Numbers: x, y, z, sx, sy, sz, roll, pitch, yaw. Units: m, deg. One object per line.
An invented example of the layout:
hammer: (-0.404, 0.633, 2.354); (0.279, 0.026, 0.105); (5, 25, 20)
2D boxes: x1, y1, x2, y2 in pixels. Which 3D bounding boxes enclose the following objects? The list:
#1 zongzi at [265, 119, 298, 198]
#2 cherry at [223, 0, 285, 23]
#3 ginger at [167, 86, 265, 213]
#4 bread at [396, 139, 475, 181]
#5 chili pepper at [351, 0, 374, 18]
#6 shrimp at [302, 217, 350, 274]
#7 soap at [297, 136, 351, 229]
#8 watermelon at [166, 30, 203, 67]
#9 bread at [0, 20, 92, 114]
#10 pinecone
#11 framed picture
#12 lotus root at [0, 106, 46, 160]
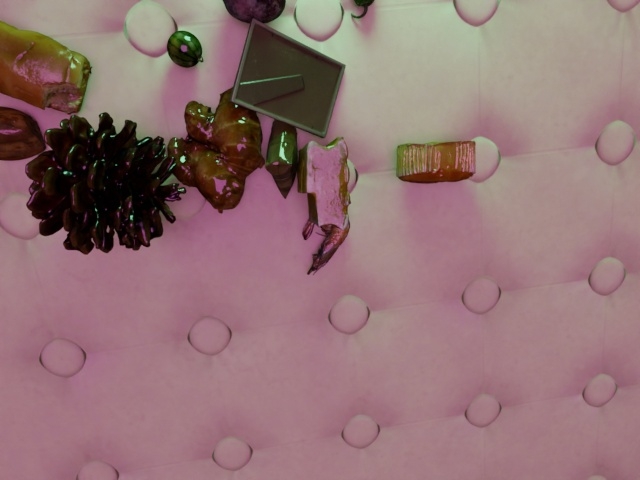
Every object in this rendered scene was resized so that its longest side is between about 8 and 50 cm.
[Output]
zongzi: (-0.112, -0.267, 1.389); (0.094, 0.204, 0.204); (0, 65, 6)
cherry: (-0.188, -0.700, 1.206); (0.195, 0.195, 0.195); (-2, 104, -6)
ginger: (-0.304, -0.284, 1.315); (0.274, 0.152, 0.357); (30, 99, 7)
bread: (0.366, -0.249, 1.381); (0.250, 0.179, 0.133); (-5, 96, -14)
chili pepper: (0.107, -0.797, 1.271); (0.100, 0.074, 0.256); (-19, 101, 1)
shrimp: (0.000, 0.000, 1.471); (0.144, 0.052, 0.250); (28, 92, -2)
soap: (0.011, -0.165, 1.295); (0.143, 0.281, 0.259); (-6, 96, -8)
watermelon: (-0.390, -0.551, 1.259); (0.109, 0.109, 0.108); (-2, 104, -6)
bread: (-0.832, -0.487, 1.195); (0.344, 0.149, 0.195); (17, 102, -11)
pinecone: (-0.560, -0.153, 1.184); (0.398, 0.397, 0.397); (-2, 104, -6)
framed picture: (-0.088, -0.466, 1.281); (0.324, 0.020, 0.240); (12, 96, -31)
lotus root: (-0.897, -0.310, 1.264); (0.135, 0.095, 0.159); (-7, 110, -9)
